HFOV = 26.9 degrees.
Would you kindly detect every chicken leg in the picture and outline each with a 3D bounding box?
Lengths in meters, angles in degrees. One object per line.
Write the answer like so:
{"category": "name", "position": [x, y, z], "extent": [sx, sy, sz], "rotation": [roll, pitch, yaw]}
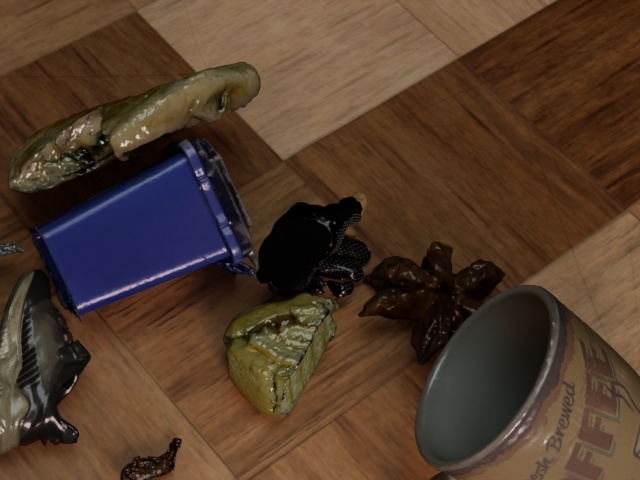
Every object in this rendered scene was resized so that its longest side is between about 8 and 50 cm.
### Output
{"category": "chicken leg", "position": [-0.186, 0.253, 1.510], "extent": [0.083, 0.021, 0.036], "rotation": [-25, 53, -24]}

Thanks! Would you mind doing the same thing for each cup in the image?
{"category": "cup", "position": [0.245, 0.240, 1.474], "extent": [0.257, 0.227, 0.301], "rotation": [36, 96, -17]}

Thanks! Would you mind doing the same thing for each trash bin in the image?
{"category": "trash bin", "position": [-0.210, -0.001, 1.594], "extent": [0.235, 0.162, 0.184], "rotation": [-26, 97, -15]}

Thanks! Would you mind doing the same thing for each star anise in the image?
{"category": "star anise", "position": [0.151, 0.073, 1.637], "extent": [0.196, 0.111, 0.212], "rotation": [13, 25, -25]}

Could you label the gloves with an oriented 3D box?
{"category": "gloves", "position": [-0.003, 0.001, 1.653], "extent": [0.106, 0.181, 0.129], "rotation": [7, 98, 15]}

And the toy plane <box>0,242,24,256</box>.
{"category": "toy plane", "position": [-0.471, 0.045, 1.592], "extent": [0.226, 0.058, 0.226], "rotation": [-35, 62, -15]}

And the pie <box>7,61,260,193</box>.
{"category": "pie", "position": [-0.227, -0.146, 1.646], "extent": [0.338, 0.337, 0.075], "rotation": [-27, 101, -24]}

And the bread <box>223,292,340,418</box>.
{"category": "bread", "position": [-0.054, 0.122, 1.582], "extent": [0.110, 0.103, 0.156], "rotation": [19, 49, 19]}

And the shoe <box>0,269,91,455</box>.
{"category": "shoe", "position": [-0.318, 0.143, 1.530], "extent": [0.112, 0.099, 0.227], "rotation": [11, 58, -9]}
